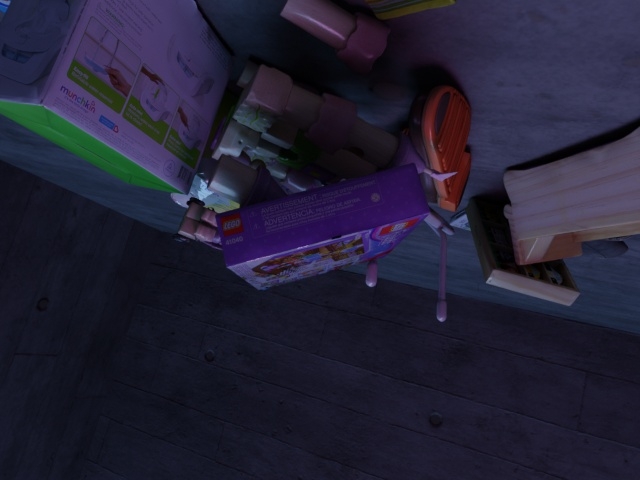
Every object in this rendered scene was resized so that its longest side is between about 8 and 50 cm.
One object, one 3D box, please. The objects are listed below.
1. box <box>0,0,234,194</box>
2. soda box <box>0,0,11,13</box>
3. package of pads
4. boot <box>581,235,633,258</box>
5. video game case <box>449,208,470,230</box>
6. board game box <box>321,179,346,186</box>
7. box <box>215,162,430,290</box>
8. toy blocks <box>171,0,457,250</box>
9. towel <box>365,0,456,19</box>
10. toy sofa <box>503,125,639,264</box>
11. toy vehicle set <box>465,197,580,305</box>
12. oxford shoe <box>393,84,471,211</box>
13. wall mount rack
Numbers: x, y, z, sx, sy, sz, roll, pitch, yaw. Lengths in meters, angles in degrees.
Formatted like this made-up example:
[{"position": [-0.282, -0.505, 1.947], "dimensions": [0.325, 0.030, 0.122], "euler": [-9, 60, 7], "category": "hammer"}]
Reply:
[{"position": [-0.250, -0.216, 0.632], "dimensions": [0.126, 0.231, 0.262], "euler": [12, 170, 21], "category": "box"}, {"position": [-0.385, -0.332, 0.664], "dimensions": [0.071, 0.067, 0.210], "euler": [5, 166, 42], "category": "soda box"}, {"position": [-0.123, -0.118, 0.902], "dimensions": [0.101, 0.229, 0.296], "euler": [-26, 141, 35], "category": "package of pads"}, {"position": [0.580, -0.007, 1.000], "dimensions": [0.208, 0.076, 0.189], "euler": [30, 177, -34], "category": "boot"}, {"position": [0.434, -0.038, 1.193], "dimensions": [0.190, 0.022, 0.173], "euler": [15, 170, -1], "category": "video game case"}, {"position": [0.086, -0.111, 1.243], "dimensions": [0.243, 0.042, 0.165], "euler": [17, 170, -9], "category": "board game box"}, {"position": [0.000, 0.000, 0.600], "dimensions": [0.200, 0.057, 0.293], "euler": [-15, 170, -4], "category": "box"}, {"position": [-0.008, -0.103, 0.666], "dimensions": [0.259, 0.309, 0.288], "euler": [24, 168, -20], "category": "toy blocks"}, {"position": [0.031, -0.286, 0.441], "dimensions": [0.102, 0.021, 0.237], "euler": [4, 165, 42], "category": "towel"}, {"position": [0.459, -0.064, 0.756], "dimensions": [0.150, 0.177, 0.362], "euler": [-8, 176, -16], "category": "toy sofa"}, {"position": [0.396, 0.013, 0.989], "dimensions": [0.165, 0.035, 0.267], "euler": [15, -146, -4], "category": "toy vehicle set"}, {"position": [0.162, -0.135, 0.784], "dimensions": [0.132, 0.130, 0.363], "euler": [18, 171, 20], "category": "oxford shoe"}, {"position": [0.131, -0.026, 0.896], "dimensions": [0.350, 0.130, 0.304], "euler": [27, -158, -38], "category": "wall mount rack"}]
